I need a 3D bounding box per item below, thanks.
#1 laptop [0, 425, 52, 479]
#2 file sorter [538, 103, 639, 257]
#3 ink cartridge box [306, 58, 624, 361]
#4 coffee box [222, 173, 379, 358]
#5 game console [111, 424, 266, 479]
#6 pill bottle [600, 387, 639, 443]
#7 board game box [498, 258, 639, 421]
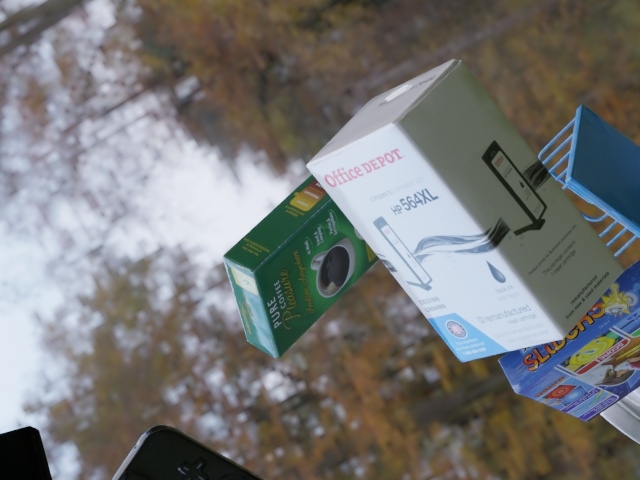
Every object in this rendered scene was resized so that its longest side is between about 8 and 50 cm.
[{"bbox_3d":[-0.440,0.361,2.092,0.136,0.264,0.234,3,-109,-79],"label":"laptop"},{"bbox_3d":[0.323,-0.058,2.199,0.118,0.104,0.170,36,-145,-12],"label":"file sorter"},{"bbox_3d":[0.104,-0.019,1.357,0.203,0.086,0.148,50,153,-9],"label":"ink cartridge box"},{"bbox_3d":[0.000,0.000,1.529,0.040,0.184,0.113,28,150,33],"label":"coffee box"},{"bbox_3d":[-0.135,0.385,1.890,0.250,0.293,0.173,33,-178,-24],"label":"game console"},{"bbox_3d":[0.428,0.139,2.211,0.121,0.216,0.121,36,-174,-5],"label":"pill bottle"},{"bbox_3d":[0.253,0.064,1.417,0.136,0.201,0.035,26,-148,-54],"label":"board game box"}]
